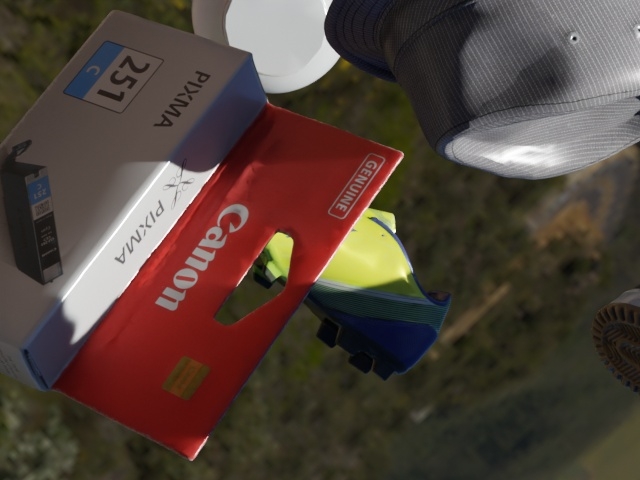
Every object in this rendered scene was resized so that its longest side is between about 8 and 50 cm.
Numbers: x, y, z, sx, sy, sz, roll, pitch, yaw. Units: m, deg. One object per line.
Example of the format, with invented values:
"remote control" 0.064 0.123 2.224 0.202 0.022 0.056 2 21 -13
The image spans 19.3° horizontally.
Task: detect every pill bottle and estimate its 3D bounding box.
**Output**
"pill bottle" -0.048 -0.218 1.744 0.146 0.146 0.264 -47 -167 8

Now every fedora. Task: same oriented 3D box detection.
"fedora" 0.150 -0.121 1.295 0.276 0.124 0.243 -5 159 -23

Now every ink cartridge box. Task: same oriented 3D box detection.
"ink cartridge box" -0.126 -0.017 1.370 0.296 0.261 0.066 -55 149 -25

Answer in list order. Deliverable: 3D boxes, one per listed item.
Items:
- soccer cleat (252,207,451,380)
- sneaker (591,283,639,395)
"soccer cleat" 0.000 0.000 1.629 0.121 0.289 0.093 -51 -155 -12
"sneaker" 0.340 0.084 1.265 0.153 0.282 0.099 -34 141 -35
